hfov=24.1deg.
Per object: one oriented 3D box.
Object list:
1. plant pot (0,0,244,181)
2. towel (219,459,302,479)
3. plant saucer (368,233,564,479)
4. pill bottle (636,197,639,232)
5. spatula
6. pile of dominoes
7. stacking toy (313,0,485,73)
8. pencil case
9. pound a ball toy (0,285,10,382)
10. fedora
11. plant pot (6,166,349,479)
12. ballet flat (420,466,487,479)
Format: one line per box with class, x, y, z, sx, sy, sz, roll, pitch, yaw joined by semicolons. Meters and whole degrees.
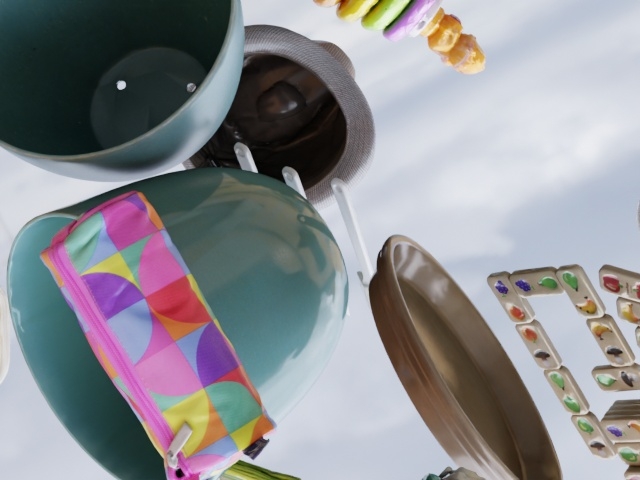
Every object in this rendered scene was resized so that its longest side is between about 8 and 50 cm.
plant pot;-0.199;-0.176;1.501;0.290;0.290;0.195;-27;156;3
towel;-0.048;0.319;1.605;0.102;0.237;0.021;16;-131;26
plant saucer;0.124;0.120;1.313;0.041;0.278;0.278;-33;-172;16
pill bottle;0.484;0.049;1.420;0.204;0.361;0.204;-39;-163;14
spatula;0.000;0.000;1.532;0.168;0.242;0.019;21;-122;32
pile of dominoes;0.276;0.132;1.400;0.196;0.251;0.040;-11;-152;51
stacking toy;0.086;-0.303;1.813;0.165;0.302;0.175;-54;-169;-5
pencil case;-0.125;0.080;1.159;0.104;0.236;0.104;-30;176;-2
pound a ball toy;-0.441;0.044;1.636;0.319;0.208;0.136;15;-161;41
fedora;-0.045;-0.158;1.779;0.275;0.244;0.124;-37;-167;36
plant pot;-0.114;0.064;1.429;0.235;0.293;0.293;-30;-171;-39
ballet flat;0.049;0.348;1.135;0.409;0.147;0.147;-58;175;28
